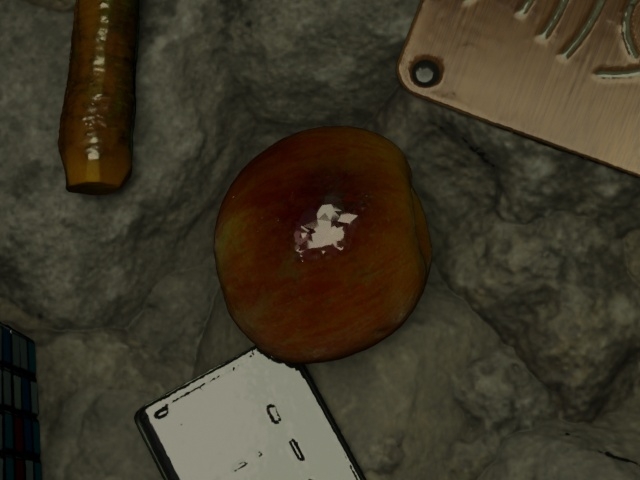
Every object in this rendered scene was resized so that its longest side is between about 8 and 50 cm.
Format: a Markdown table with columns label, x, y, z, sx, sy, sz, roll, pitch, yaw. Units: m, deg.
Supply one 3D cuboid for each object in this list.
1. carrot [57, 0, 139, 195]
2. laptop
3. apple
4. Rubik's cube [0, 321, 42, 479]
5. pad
| label | x | y | z | sx | sy | sz | roll | pitch | yaw |
| --- | --- | --- | --- | --- | --- | --- | --- | --- | --- |
| carrot | -0.191 | -0.170 | 1.490 | 0.070 | 0.070 | 0.260 | 1 | 80 | 3 |
| laptop | -0.049 | 0.200 | 1.442 | 0.154 | 0.026 | 0.207 | -28 | 81 | -3 |
| apple | 0.000 | 0.000 | 1.415 | 0.173 | 0.160 | 0.195 | -12 | 67 | 13 |
| Rubik's cube | -0.332 | 0.166 | 1.382 | 0.184 | 0.182 | 0.187 | -4 | 80 | 2 |
| pad | 0.242 | -0.218 | 1.507 | 0.284 | 0.018 | 0.287 | 21 | 83 | 6 |
